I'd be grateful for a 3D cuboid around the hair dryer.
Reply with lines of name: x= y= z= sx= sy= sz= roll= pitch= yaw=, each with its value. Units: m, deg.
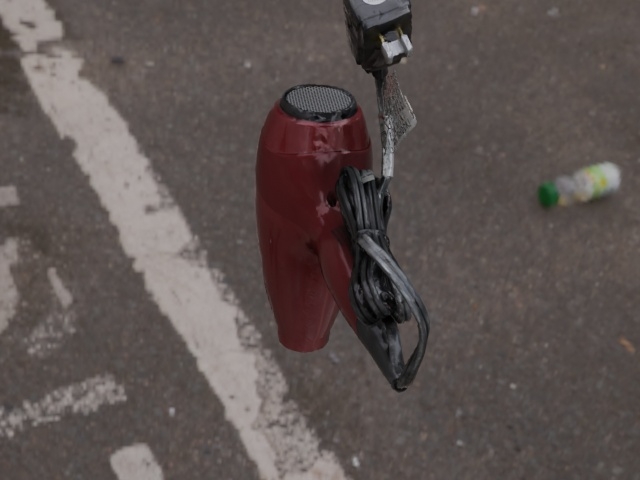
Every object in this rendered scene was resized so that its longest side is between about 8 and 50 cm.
hair dryer: x=0.000 y=0.000 z=0.701 sx=0.080 sy=0.293 sz=0.224 roll=3 pitch=69 yaw=-6
